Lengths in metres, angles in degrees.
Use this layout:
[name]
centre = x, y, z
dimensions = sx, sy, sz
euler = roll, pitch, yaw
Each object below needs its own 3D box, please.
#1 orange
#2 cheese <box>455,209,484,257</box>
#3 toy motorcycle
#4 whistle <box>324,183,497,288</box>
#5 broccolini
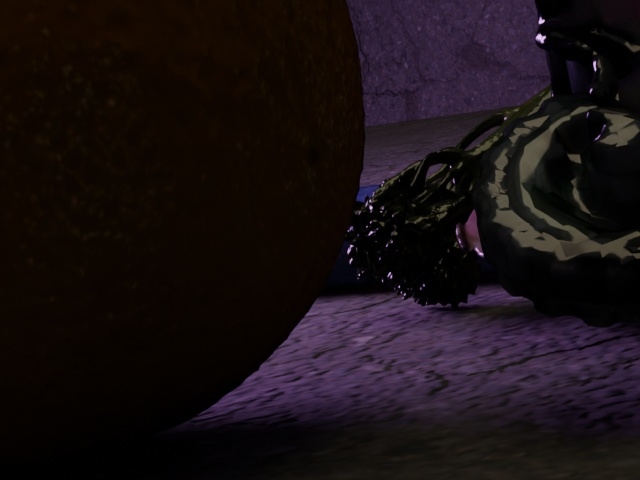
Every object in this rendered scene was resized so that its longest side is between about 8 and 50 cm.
[orange]
centre = -0.118, -0.050, 0.553
dimensions = 0.274, 0.274, 0.274
euler = -10, 6, 1
[cheese]
centre = 0.157, -0.003, 0.616
dimensions = 0.188, 0.074, 0.286
euler = -12, 19, -3
[toy motorcycle]
centre = 0.164, -0.096, 0.556
dimensions = 0.188, 0.143, 0.327
euler = -3, 42, 19
[whistle]
centre = 0.000, 0.000, 0.879
dimensions = 0.304, 0.062, 0.062
euler = -6, 7, 33
[broccolini]
centre = 0.094, -0.042, 0.771
dimensions = 0.201, 0.074, 0.058
euler = -41, 20, -24
